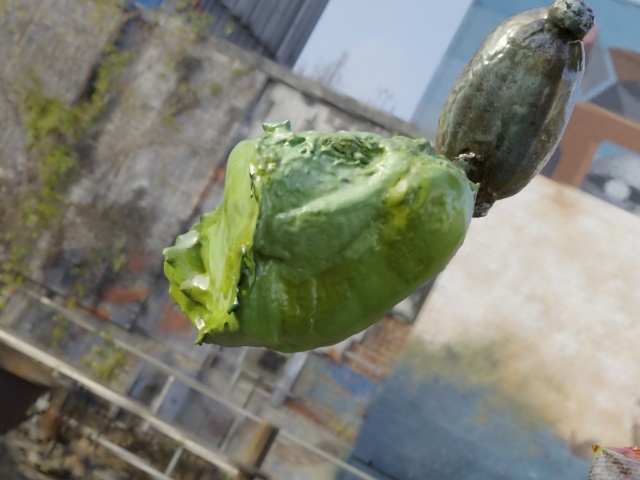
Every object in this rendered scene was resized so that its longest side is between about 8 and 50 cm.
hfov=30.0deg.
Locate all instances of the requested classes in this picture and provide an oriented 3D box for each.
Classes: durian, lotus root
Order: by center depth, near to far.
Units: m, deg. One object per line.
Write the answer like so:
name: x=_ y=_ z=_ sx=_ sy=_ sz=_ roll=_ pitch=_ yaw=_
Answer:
durian: x=0.000 y=0.000 z=1.273 sx=0.340 sy=0.204 sz=0.255 roll=1 pitch=-42 yaw=-5
lotus root: x=0.279 y=-0.202 z=1.713 sx=0.175 sy=0.349 sz=0.175 roll=24 pitch=23 yaw=-11

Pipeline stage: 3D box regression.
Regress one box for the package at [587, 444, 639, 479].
package: x=0.368 y=0.342 z=1.290 sx=0.223 sy=0.288 sz=0.108 roll=16 pitch=-38 yaw=21
